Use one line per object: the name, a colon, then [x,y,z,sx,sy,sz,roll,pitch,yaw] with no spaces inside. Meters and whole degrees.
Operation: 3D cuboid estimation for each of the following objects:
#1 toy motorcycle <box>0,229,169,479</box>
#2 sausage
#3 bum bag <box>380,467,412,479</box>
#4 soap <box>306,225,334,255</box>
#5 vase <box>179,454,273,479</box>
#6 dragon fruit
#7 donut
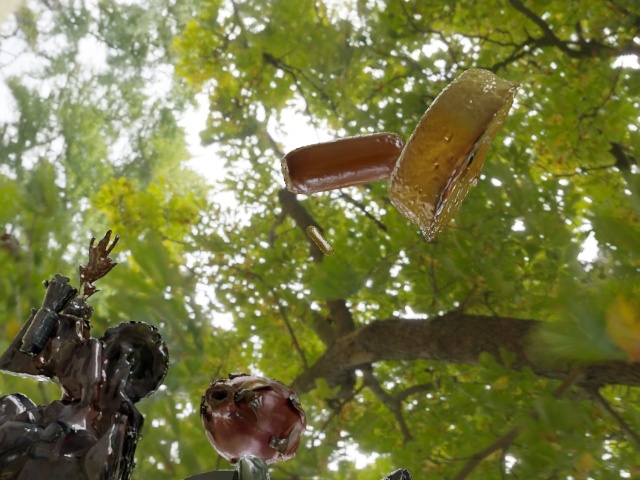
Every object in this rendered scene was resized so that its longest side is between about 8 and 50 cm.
toy motorcycle: [-0.264,0.152,0.685,0.134,0.207,0.401,105,-5,-67]
sausage: [0.040,-0.116,0.991,0.076,0.197,0.076,168,-90,-85]
bum bag: [0.029,0.385,0.736,0.095,0.340,0.144,29,-67,11]
soap: [0.000,0.000,1.619,0.089,0.034,0.012,49,-41,8]
vase: [-0.072,0.308,0.490,0.301,0.156,0.251,-104,-153,-66]
dragon fruit: [-0.159,0.434,1.618,0.315,0.250,0.251,84,2,-63]
donut: [0.138,-0.097,0.723,0.074,0.174,0.190,33,-45,15]
